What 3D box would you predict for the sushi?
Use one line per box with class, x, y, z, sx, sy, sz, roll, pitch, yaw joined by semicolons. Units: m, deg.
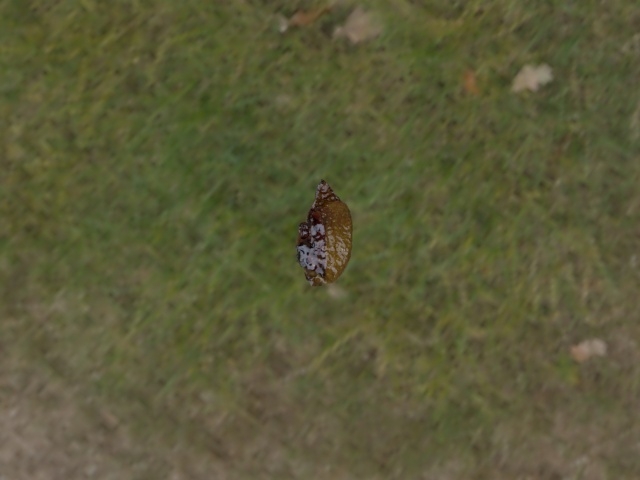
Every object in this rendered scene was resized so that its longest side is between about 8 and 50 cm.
sushi;0.000;0.000;1.521;0.047;0.099;0.050;18;143;-31
